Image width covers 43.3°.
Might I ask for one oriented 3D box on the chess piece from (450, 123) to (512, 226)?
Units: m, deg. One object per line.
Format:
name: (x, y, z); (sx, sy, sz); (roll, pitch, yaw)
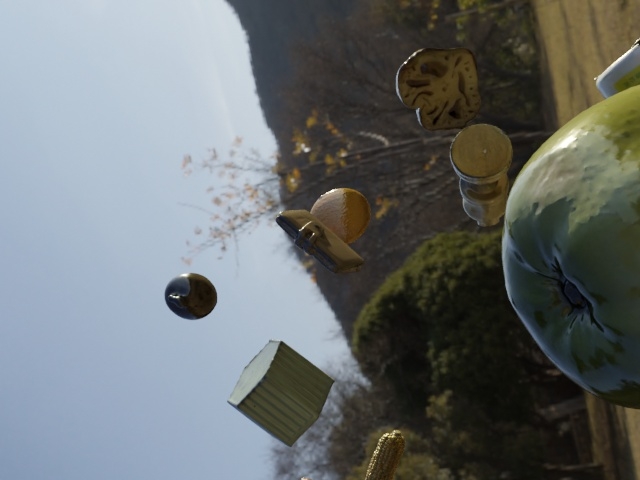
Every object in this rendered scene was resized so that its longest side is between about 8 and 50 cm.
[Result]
chess piece: (0.345, -0.115, 1.712); (0.397, 0.117, 0.117); (54, -153, -69)

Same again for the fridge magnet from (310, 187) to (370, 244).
fridge magnet: (0.044, -0.049, 1.773); (0.063, 0.143, 0.143); (54, -153, -58)

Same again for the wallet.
wallet: (0.000, 0.000, 1.385); (0.153, 0.038, 0.118); (43, -159, 16)

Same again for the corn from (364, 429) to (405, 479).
corn: (0.152, 0.564, 1.987); (0.068, 0.068, 0.207); (5, -73, -80)

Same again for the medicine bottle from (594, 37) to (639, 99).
medicine bottle: (0.755, -0.248, 1.641); (0.378, 0.214, 0.213); (53, -171, 5)

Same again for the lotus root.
lotus root: (0.266, -0.360, 1.915); (0.180, 0.199, 0.188); (-124, 31, -77)

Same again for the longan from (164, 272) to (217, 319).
longan: (-0.266, 0.115, 1.633); (0.119, 0.106, 0.106); (-20, -81, -69)

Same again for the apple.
apple: (0.466, 0.006, 1.065); (0.473, 0.474, 0.473); (-11, -90, -80)

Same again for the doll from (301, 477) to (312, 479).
doll: (-0.023, 0.498, 1.203); (0.303, 0.156, 0.201); (-119, 9, -63)

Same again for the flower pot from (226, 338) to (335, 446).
flower pot: (-0.104, 0.394, 2.108); (0.190, 0.209, 0.239); (40, -134, -11)
